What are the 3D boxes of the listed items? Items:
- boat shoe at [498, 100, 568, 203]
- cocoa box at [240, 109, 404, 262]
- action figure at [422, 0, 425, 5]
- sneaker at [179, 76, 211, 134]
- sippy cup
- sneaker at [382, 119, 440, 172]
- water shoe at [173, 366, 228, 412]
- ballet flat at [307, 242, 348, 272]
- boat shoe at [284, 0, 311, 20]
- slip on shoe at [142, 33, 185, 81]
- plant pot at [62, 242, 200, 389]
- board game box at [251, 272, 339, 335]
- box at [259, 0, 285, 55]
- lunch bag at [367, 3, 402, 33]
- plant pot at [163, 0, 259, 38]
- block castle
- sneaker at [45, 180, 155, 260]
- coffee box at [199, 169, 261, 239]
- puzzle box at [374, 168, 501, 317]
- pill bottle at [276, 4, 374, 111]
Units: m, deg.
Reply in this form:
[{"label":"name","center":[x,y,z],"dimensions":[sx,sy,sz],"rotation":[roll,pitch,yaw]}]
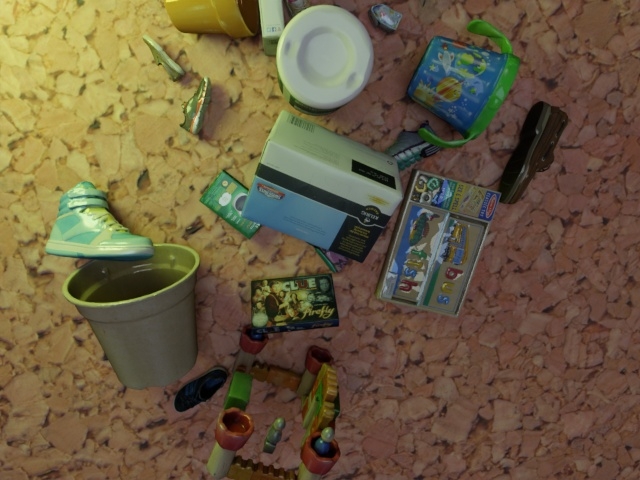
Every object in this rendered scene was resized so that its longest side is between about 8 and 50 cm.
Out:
[{"label":"boat shoe","center":[0.619,-0.238,1.313],"dimensions":[0.104,0.110,0.307],"rotation":[20,100,-8]},{"label":"cocoa box","center":[0.004,-0.139,1.190],"dimensions":[0.347,0.231,0.228],"rotation":[21,123,-9]},{"label":"action figure","center":[0.223,-0.735,1.151],"dimensions":[0.164,0.141,0.275],"rotation":[-29,111,19]},{"label":"sneaker","center":[-0.341,-0.368,1.228],"dimensions":[0.065,0.061,0.157],"rotation":[20,99,-2]},{"label":"sippy cup","center":[0.359,-0.417,1.206],"dimensions":[0.224,0.305,0.240],"rotation":[25,142,1]},{"label":"sneaker","center":[0.226,-0.258,1.308],"dimensions":[0.224,0.083,0.098],"rotation":[-24,67,10]},{"label":"water shoe","center":[-0.375,0.461,1.391],"dimensions":[0.203,0.080,0.073],"rotation":[-40,102,4]},{"label":"ballet flat","center":[0.000,0.000,1.336],"dimensions":[0.221,0.077,0.079],"rotation":[46,76,-17]},{"label":"boat shoe","center":[-0.061,-0.621,1.196],"dimensions":[0.063,0.059,0.170],"rotation":[-33,103,2]},{"label":"slip on shoe","center":[-0.420,-0.479,1.202],"dimensions":[0.041,0.051,0.135],"rotation":[-45,110,2]},{"label":"plant pot","center":[-0.470,0.213,1.231],"dimensions":[0.334,0.334,0.305],"rotation":[-6,114,-4]},{"label":"board game box","center":[-0.077,0.181,1.319],"dimensions":[0.243,0.165,0.042],"rotation":[-6,139,-4]},{"label":"box","center":[-0.130,-0.635,1.099],"dimensions":[0.059,0.232,0.321],"rotation":[-5,102,-5]},{"label":"lunch bag","center":[0.166,-0.593,1.217],"dimensions":[0.083,0.071,0.053],"rotation":[25,103,-12]},{"label":"plant pot","center":[-0.273,-0.597,1.124],"dimensions":[0.188,0.205,0.205],"rotation":[-6,103,12]},{"label":"block castle","center":[-0.105,0.419,1.219],"dimensions":[0.303,0.453,0.212],"rotation":[20,108,-8]},{"label":"sneaker","center":[-0.570,-0.053,1.193],"dimensions":[0.319,0.127,0.208],"rotation":[3,82,15]},{"label":"coffee box","center":[-0.238,-0.101,1.302],"dimensions":[0.184,0.040,0.113],"rotation":[37,97,-11]},{"label":"puzzle box","center":[0.349,0.015,1.374],"dimensions":[0.272,0.052,0.408],"rotation":[13,100,-8]},{"label":"pill bottle","center":[-0.003,-0.407,1.093],"dimensions":[0.204,0.361,0.204],"rotation":[-1,103,-5]}]
